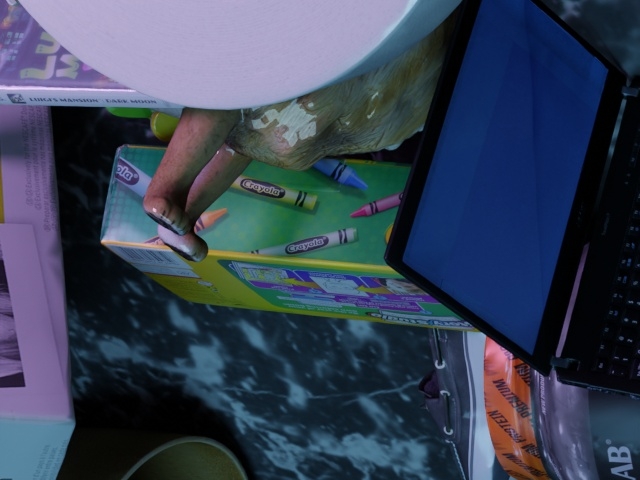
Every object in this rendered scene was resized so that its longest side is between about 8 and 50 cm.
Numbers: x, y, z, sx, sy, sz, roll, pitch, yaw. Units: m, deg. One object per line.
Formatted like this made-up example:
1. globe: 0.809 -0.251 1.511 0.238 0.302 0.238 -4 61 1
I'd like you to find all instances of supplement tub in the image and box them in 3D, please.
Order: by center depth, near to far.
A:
1. supplement tub: 0.297 0.094 1.379 0.338 0.207 0.207 -1 133 26

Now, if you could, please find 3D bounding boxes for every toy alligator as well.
1. toy alligator: -0.071 -0.088 1.487 0.189 0.056 0.051 22 106 -21

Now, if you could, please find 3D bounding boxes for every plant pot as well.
1. plant pot: -0.228 0.265 1.817 0.254 0.237 0.237 13 140 37

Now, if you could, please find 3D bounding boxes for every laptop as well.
1. laptop: 0.204 -0.033 1.253 0.264 0.234 0.136 11 155 16

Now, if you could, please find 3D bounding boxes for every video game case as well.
1. video game case: -0.144 -0.172 1.328 0.173 0.190 0.022 3 150 23

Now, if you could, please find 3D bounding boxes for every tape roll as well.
1. tape roll: -0.061 -0.268 1.148 0.392 0.072 0.392 11 111 31

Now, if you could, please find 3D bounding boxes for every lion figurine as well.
1. lion figurine: -0.110 -0.135 1.370 0.392 0.240 0.142 26 168 18

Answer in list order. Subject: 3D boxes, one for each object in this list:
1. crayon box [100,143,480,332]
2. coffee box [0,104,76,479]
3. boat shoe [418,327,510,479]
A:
1. crayon box: 0.000 0.000 1.466 0.278 0.081 0.165 5 165 21
2. coffee box: -0.389 0.078 1.507 0.334 0.338 0.338 4 141 -19
3. boat shoe: 0.114 0.117 1.589 0.076 0.080 0.228 13 136 22
